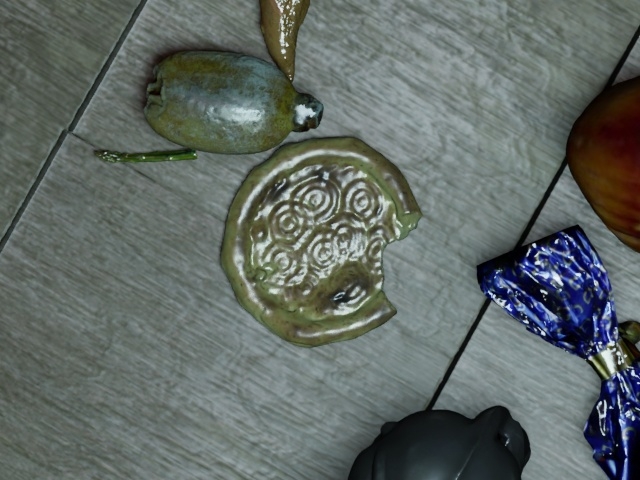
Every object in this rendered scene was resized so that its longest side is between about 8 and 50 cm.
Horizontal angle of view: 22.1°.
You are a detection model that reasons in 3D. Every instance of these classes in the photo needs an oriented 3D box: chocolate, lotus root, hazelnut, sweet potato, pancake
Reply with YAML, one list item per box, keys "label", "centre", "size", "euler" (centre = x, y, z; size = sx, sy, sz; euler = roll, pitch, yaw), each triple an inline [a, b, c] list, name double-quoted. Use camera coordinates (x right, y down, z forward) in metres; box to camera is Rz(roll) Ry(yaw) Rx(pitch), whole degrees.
- label: "chocolate"
  centre: [0.307, 0.139, 1.726]
  size: [0.148, 0.126, 0.343]
  euler: [-32, 90, -41]
- label: "lotus root"
  centre: [-0.092, -0.147, 1.768]
  size: [0.192, 0.088, 0.113]
  euler: [8, 81, 2]
- label: "hazelnut"
  centre: [0.360, -0.086, 1.689]
  size: [0.229, 0.229, 0.229]
  euler: [0, 87, 2]
- label: "sweet potato"
  centre: [-0.038, -0.273, 1.788]
  size: [0.068, 0.060, 0.206]
  euler: [7, 99, 36]
- label: "pancake"
  centre: [0.000, 0.000, 1.785]
  size: [0.212, 0.029, 0.235]
  euler: [8, 85, 4]

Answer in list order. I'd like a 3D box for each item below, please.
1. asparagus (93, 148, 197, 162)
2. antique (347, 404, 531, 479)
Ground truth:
- label: "asparagus"
  centre: [-0.192, -0.093, 1.804]
  size: [0.114, 0.014, 0.015]
  euler: [-2, 86, 2]
- label: "antique"
  centre: [0.083, 0.292, 1.656]
  size: [0.185, 0.255, 0.322]
  euler: [37, 91, 1]
